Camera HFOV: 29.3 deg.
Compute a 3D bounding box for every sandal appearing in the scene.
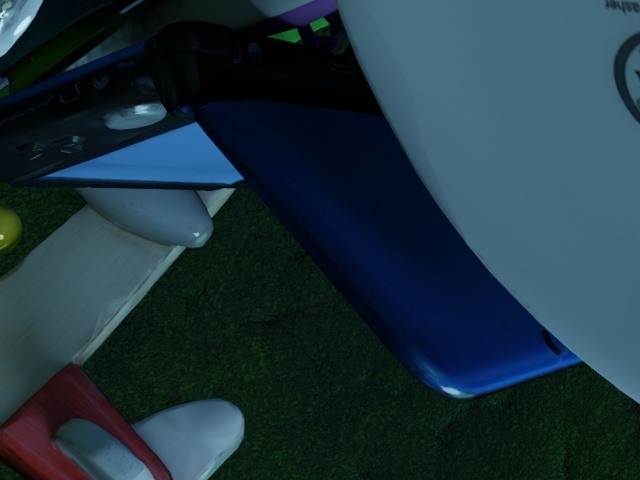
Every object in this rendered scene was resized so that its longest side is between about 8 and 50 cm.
[{"bbox_3d":[-0.040,-0.126,0.744,0.169,0.102,0.416,-37,-164,-18],"label":"sandal"}]

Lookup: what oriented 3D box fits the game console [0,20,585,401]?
[{"bbox_3d":[0.000,0.000,0.612,0.250,0.173,0.293,-16,173,31],"label":"game console"}]

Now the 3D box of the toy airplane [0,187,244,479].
[{"bbox_3d":[-0.242,0.071,0.839,0.384,0.272,0.386,-10,-134,9],"label":"toy airplane"}]

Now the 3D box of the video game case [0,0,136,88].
[{"bbox_3d":[-0.139,-0.144,0.735,0.173,0.022,0.190,-36,-170,-12],"label":"video game case"}]

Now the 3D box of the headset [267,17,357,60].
[{"bbox_3d":[0.105,-0.181,0.848,0.394,0.185,0.243,1,-147,28],"label":"headset"}]

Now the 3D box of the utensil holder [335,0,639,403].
[{"bbox_3d":[0.234,-0.146,0.400,0.385,0.328,0.327,-37,-170,-22],"label":"utensil holder"}]

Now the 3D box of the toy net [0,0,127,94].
[{"bbox_3d":[-0.109,-0.102,0.502,0.122,0.045,0.232,-32,-171,6],"label":"toy net"}]

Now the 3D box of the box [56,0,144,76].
[{"bbox_3d":[-0.144,-0.158,1.030,0.170,0.091,0.130,-31,-170,17],"label":"box"}]
